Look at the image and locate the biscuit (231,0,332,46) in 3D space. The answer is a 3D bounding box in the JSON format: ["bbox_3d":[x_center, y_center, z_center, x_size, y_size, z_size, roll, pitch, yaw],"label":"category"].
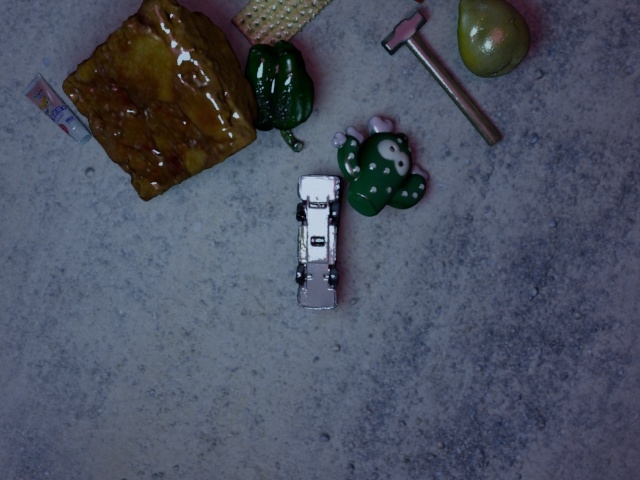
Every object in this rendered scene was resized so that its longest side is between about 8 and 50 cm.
[{"bbox_3d":[-0.085,-0.551,1.375,0.231,0.016,0.139,-42,94,7],"label":"biscuit"}]

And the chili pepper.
[{"bbox_3d":[-0.098,-0.318,1.328,0.165,0.174,0.261,-13,134,-18],"label":"chili pepper"}]

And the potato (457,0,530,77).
[{"bbox_3d":[0.382,-0.474,1.315,0.157,0.157,0.194,-25,83,5],"label":"potato"}]

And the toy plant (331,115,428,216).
[{"bbox_3d":[0.143,-0.171,1.349,0.243,0.112,0.233,-29,95,-34],"label":"toy plant"}]

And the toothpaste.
[{"bbox_3d":[-0.642,-0.317,1.419,0.194,0.043,0.067,44,100,2],"label":"toothpaste"}]

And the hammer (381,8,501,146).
[{"bbox_3d":[0.300,-0.370,1.375,0.111,0.043,0.365,-41,96,6],"label":"hammer"}]

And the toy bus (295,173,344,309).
[{"bbox_3d":[0.000,0.000,1.391,0.112,0.138,0.317,4,99,7],"label":"toy bus"}]

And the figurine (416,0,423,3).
[{"bbox_3d":[0.219,-0.594,1.333,0.083,0.067,0.071,22,119,-17],"label":"figurine"}]

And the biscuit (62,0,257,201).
[{"bbox_3d":[-0.337,-0.298,1.262,0.395,0.166,0.343,-18,109,38],"label":"biscuit"}]
